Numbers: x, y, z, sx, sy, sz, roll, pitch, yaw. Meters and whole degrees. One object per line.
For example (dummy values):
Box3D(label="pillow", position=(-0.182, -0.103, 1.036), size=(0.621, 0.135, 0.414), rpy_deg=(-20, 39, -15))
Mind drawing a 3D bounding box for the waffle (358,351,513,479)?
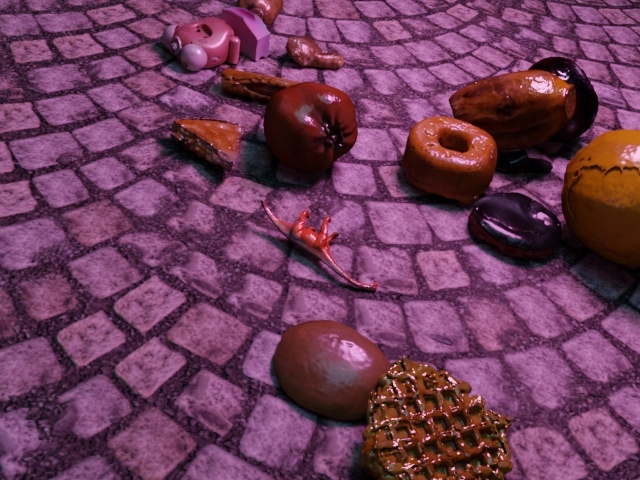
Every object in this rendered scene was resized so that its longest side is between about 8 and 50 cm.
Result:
Box3D(label="waffle", position=(0.177, 0.300, 1.162), size=(0.245, 0.052, 0.254), rpy_deg=(27, 43, 0))

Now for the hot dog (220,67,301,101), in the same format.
Box3D(label="hot dog", position=(-0.102, -0.361, 1.852), size=(0.289, 0.068, 0.083), rpy_deg=(11, 17, 4))

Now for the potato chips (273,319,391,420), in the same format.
Box3D(label="potato chips", position=(0.025, 0.196, 1.251), size=(0.195, 0.062, 0.208), rpy_deg=(-16, 51, -27))

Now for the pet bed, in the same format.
Box3D(label="pet bed", position=(0.416, -0.034, 1.625), size=(0.201, 0.053, 0.201), rpy_deg=(7, 41, -6))

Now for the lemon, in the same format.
Box3D(label="lemon", position=(0.648, -0.088, 1.575), size=(0.297, 0.297, 0.297), rpy_deg=(8, 41, -7))

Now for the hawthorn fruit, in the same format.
Box3D(label="hawthorn fruit", position=(-0.041, -0.262, 1.673), size=(0.199, 0.199, 0.251), rpy_deg=(-20, 40, -33))

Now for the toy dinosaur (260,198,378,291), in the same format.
Box3D(label="toy dinosaur", position=(-0.001, 0.004, 1.472), size=(0.280, 0.055, 0.101), rpy_deg=(27, 51, 13))

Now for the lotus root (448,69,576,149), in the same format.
Box3D(label="lotus root", position=(0.449, -0.299, 1.793), size=(0.291, 0.193, 0.193), rpy_deg=(-8, 31, 29))

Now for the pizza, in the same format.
Box3D(label="pizza", position=(-0.223, -0.201, 1.646), size=(0.185, 0.052, 0.195), rpy_deg=(-3, 38, -29))

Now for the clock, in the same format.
Box3D(label="clock", position=(-0.306, -0.503, 1.941), size=(0.162, 0.092, 0.166), rpy_deg=(-21, 52, -30))

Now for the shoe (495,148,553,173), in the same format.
Box3D(label="shoe", position=(0.487, -0.194, 1.830), size=(0.159, 0.053, 0.062), rpy_deg=(2, 45, -17))

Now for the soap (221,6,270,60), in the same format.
Box3D(label="soap", position=(-0.201, -0.550, 2.013), size=(0.149, 0.100, 0.056), rpy_deg=(36, 46, 24))

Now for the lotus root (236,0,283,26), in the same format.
Box3D(label="lotus root", position=(-0.169, -0.670, 2.152), size=(0.125, 0.118, 0.221), rpy_deg=(23, 41, -15))

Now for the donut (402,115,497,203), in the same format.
Box3D(label="donut", position=(0.290, -0.183, 1.717), size=(0.227, 0.114, 0.226), rpy_deg=(6, 42, -6))

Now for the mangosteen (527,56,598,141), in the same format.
Box3D(label="mangosteen", position=(0.582, -0.339, 1.919), size=(0.216, 0.216, 0.216), rpy_deg=(8, 41, -7))

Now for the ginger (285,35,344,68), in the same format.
Box3D(label="ginger", position=(-0.019, -0.498, 2.035), size=(0.165, 0.067, 0.096), rpy_deg=(10, 39, -24))
